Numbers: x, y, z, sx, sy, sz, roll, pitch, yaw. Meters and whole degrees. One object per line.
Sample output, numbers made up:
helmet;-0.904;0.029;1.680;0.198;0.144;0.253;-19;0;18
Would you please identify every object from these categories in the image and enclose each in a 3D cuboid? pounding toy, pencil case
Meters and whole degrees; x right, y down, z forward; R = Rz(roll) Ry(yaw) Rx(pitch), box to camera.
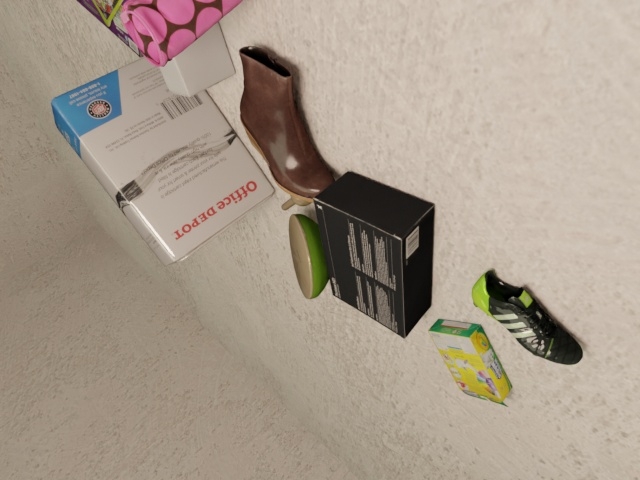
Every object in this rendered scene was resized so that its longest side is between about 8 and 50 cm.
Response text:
pounding toy;0.000;0.000;0.959;0.183;0.110;0.237;133;126;-73
pencil case;-0.195;-0.358;0.659;0.095;0.209;0.098;27;161;43

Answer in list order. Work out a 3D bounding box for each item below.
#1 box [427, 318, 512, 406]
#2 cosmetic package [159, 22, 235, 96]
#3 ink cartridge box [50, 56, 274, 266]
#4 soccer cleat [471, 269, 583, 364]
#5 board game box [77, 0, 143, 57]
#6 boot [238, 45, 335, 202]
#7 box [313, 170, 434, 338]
box;0.290;0.236;0.857;0.105;0.043;0.179;-3;119;56
cosmetic package;-0.254;-0.393;0.804;0.085;0.117;0.231;26;142;39
ink cartridge box;-0.341;-0.179;1.009;0.395;0.285;0.166;56;153;-10
soccer cleat;0.307;0.115;0.667;0.179;0.060;0.072;38;149;27
board game box;-0.510;-0.597;1.004;0.347;0.056;0.208;43;156;14
boot;-0.060;-0.195;0.786;0.248;0.090;0.207;43;154;21
box;0.102;0.029;0.815;0.184;0.103;0.261;26;144;33
